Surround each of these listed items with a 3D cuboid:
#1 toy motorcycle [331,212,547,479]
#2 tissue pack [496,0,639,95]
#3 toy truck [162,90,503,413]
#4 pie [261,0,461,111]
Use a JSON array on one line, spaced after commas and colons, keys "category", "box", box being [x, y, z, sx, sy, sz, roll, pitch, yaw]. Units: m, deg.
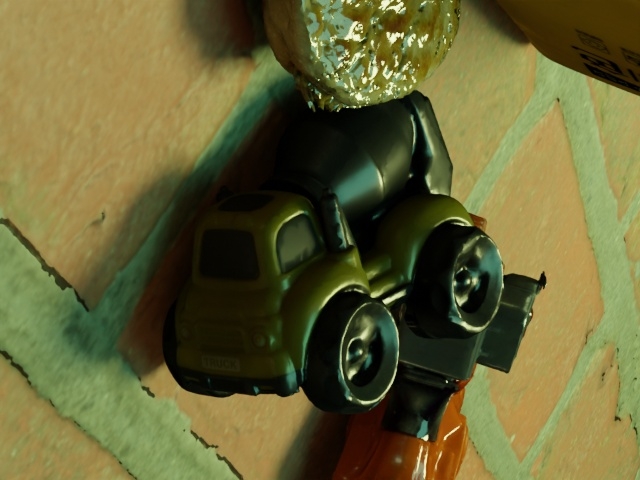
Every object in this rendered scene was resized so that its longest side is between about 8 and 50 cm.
[{"category": "toy motorcycle", "box": [0.067, 0.145, 1.381, 0.221, 0.148, 0.325, -68, 172, -58]}, {"category": "tissue pack", "box": [0.318, -0.188, 1.243, 0.228, 0.382, 0.293, -65, 156, -2]}, {"category": "toy truck", "box": [0.000, 0.000, 1.106, 0.224, 0.147, 0.165, -32, 117, -46]}, {"category": "pie", "box": [0.027, -0.163, 1.050, 0.193, 0.079, 0.163, -26, 127, -53]}]
